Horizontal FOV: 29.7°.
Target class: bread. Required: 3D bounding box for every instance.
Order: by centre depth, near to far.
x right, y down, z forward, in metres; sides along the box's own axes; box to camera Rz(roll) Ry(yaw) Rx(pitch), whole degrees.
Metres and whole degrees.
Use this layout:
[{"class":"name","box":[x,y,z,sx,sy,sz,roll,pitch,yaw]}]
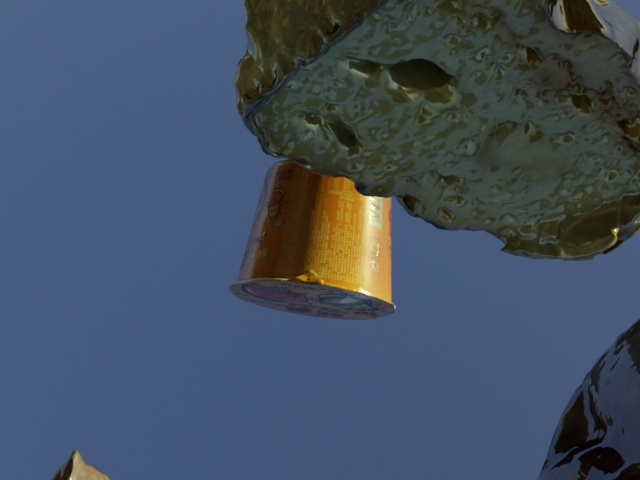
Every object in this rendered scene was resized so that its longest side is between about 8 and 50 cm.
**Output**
[{"class":"bread","box":[0.066,-0.065,0.504,0.128,0.232,0.088,-38,-129,28]}]

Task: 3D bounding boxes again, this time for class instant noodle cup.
[{"class":"instant noodle cup","box":[0.000,0.000,1.553,0.215,0.216,0.172,3,-104,18]}]

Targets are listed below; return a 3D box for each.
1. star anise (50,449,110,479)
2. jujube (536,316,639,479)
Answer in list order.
[{"class":"star anise","box":[-0.182,0.278,0.930,0.229,0.093,0.236,19,-77,19]},{"class":"jujube","box":[0.181,0.135,0.311,0.215,0.246,0.308,-18,-80,-24]}]
